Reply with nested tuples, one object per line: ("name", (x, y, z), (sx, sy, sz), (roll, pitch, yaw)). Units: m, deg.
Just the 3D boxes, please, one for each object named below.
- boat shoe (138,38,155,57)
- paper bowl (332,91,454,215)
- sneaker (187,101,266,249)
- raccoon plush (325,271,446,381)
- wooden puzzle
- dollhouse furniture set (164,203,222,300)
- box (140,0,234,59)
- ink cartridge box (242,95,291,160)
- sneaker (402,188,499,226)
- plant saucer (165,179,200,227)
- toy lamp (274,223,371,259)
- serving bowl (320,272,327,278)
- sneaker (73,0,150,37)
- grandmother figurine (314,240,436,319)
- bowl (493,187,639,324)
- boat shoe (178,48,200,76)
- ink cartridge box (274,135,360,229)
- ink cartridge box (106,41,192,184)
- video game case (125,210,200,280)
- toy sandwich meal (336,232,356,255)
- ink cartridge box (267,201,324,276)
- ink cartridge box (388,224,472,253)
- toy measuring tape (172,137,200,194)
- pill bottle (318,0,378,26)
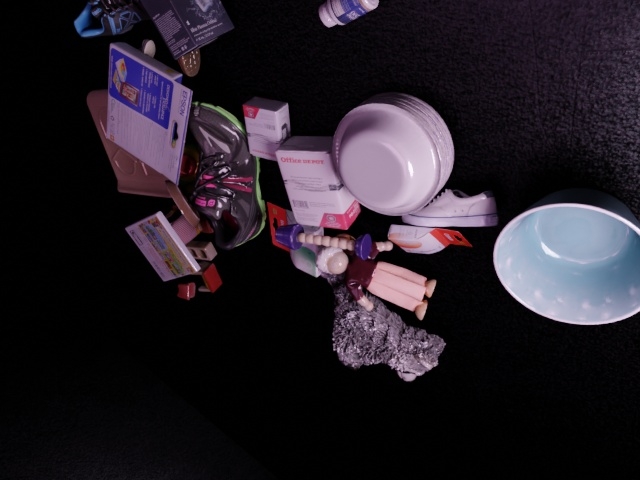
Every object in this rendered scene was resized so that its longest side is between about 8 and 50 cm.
("boat shoe", (-0.511, -0.529, 1.459), (0.043, 0.049, 0.137), (40, 143, 3))
("paper bowl", (0.155, -0.190, 1.188), (0.284, 0.148, 0.284), (21, 132, 25))
("sneaker", (-0.287, -0.172, 1.488), (0.185, 0.202, 0.483), (9, 130, 29))
("raccoon plush", (0.188, 0.235, 1.518), (0.299, 0.216, 0.447), (-7, 121, 30))
("wooden puzzle", (-0.599, -0.324, 1.656), (0.322, 0.080, 0.348), (8, 119, 33))
("dollhouse furniture set", (-0.474, 0.069, 1.833), (0.152, 0.201, 0.374), (4, 127, 33))
("box", (-0.319, -0.549, 1.219), (0.093, 0.156, 0.158), (-11, 119, 40))
("ink cartridge box", (-0.142, -0.303, 1.376), (0.109, 0.063, 0.151), (18, 135, 23))
("sneaker", (0.315, -0.080, 1.240), (0.258, 0.094, 0.091), (1, 94, 42))
("plant saucer", (-0.412, -0.116, 1.531), (0.168, 0.029, 0.168), (57, 176, 6))
("toy lamp", (0.000, 0.000, 1.395), (0.274, 0.080, 0.080), (7, 129, 27))
("serving bowl", (0.017, 0.094, 1.634), (0.083, 0.027, 0.083), (19, 135, 20))
("sneaker", (-0.512, -0.614, 1.314), (0.340, 0.140, 0.125), (-15, 114, 41))
("grandmother figurine", (0.149, 0.095, 1.442), (0.342, 0.208, 0.104), (20, 175, 5))
("bowl", (0.548, 0.013, 1.083), (0.311, 0.163, 0.312), (19, 134, 21))
("boat shoe", (-0.372, -0.531, 1.348), (0.060, 0.064, 0.178), (11, 125, 35))
("ink cartridge box", (-0.004, -0.159, 1.374), (0.171, 0.100, 0.237), (8, 130, 30))
("ink cartridge box", (-0.485, -0.363, 1.454), (0.307, 0.072, 0.304), (31, 126, 14))
("video game case", (-0.520, 0.025, 1.659), (0.206, 0.026, 0.227), (-16, 113, 41))
("toy sandwich meal", (0.080, 0.015, 1.519), (0.085, 0.029, 0.086), (19, 135, 21))
("ink cartridge box", (-0.089, -0.005, 1.584), (0.224, 0.056, 0.181), (22, 135, 28))
("ink cartridge box", (0.283, 0.005, 1.299), (0.179, 0.045, 0.145), (10, 170, 32))
("toy measuring tape", (-0.414, -0.302, 1.555), (0.121, 0.121, 0.330), (4, 112, 33))
("pill bottle", (0.057, -0.497, 1.063), (0.120, 0.067, 0.067), (-10, 119, 41))
